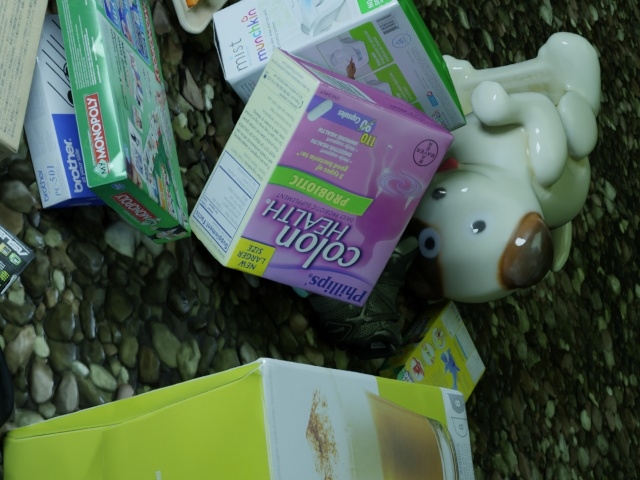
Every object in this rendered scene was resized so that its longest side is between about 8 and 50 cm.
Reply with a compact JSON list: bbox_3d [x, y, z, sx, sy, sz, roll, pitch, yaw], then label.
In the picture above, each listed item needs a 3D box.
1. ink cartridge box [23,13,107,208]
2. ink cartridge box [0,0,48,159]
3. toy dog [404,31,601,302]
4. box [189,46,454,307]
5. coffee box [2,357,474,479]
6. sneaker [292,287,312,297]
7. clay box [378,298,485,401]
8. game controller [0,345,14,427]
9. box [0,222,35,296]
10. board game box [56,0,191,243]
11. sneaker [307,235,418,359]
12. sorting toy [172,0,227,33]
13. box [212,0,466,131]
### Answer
[{"bbox_3d":[-0.275,-0.140,1.518,0.097,0.046,0.207,-6,80,-56],"label":"ink cartridge box"},{"bbox_3d":[-0.372,-0.213,1.368,0.193,0.088,0.235,36,48,-42],"label":"ink cartridge box"},{"bbox_3d":[0.248,-0.071,2.101,0.408,0.284,0.395,-55,139,-51],"label":"toy dog"},{"bbox_3d":[0.000,-0.071,1.667,0.213,0.243,0.117,19,17,-36],"label":"box"},{"bbox_3d":[-0.067,0.325,1.343,0.334,0.338,0.338,17,61,-52],"label":"coffee box"},{"bbox_3d":[0.000,0.000,1.834,0.065,0.076,0.166,45,42,-34],"label":"sneaker"},{"bbox_3d":[0.156,0.193,2.000,0.127,0.053,0.222,63,35,-14],"label":"clay box"},{"bbox_3d":[-0.391,0.134,1.221,0.319,0.067,0.166,-23,110,-57],"label":"game controller"},{"bbox_3d":[-0.370,0.005,1.246,0.190,0.045,0.184,42,34,-10],"label":"box"},{"bbox_3d":[-0.218,-0.175,1.522,0.213,0.046,0.317,53,23,-70],"label":"board game box"},{"bbox_3d":[0.076,0.080,1.906,0.227,0.087,0.130,-41,112,-52],"label":"sneaker"},{"bbox_3d":[-0.158,-0.372,1.730,0.348,0.047,0.196,-67,139,-60],"label":"sorting toy"},{"bbox_3d":[0.028,-0.211,1.769,0.262,0.231,0.127,50,22,-51],"label":"box"}]
